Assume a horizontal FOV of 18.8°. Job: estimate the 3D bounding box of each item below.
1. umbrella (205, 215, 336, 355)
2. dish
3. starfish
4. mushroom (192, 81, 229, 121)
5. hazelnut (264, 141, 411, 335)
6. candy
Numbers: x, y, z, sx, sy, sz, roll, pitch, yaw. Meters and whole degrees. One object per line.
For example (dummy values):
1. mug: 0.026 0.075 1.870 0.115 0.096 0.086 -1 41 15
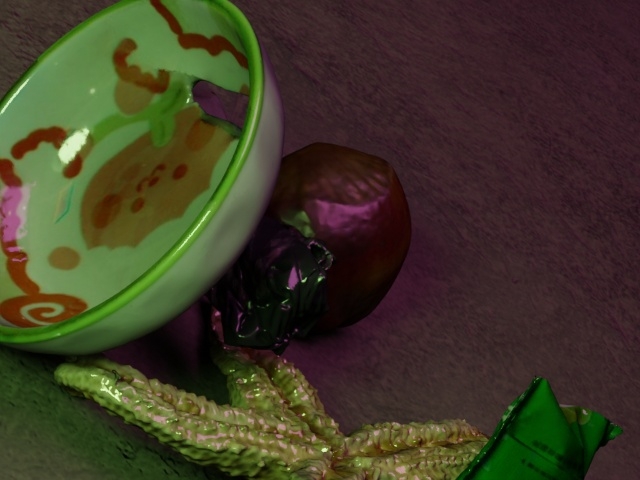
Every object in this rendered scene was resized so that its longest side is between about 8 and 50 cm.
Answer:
1. umbrella: -0.093 -0.022 1.663 0.122 0.110 0.272 -29 61 -25
2. dish: -0.143 -0.036 1.541 0.124 0.324 0.324 41 21 -41
3. starfish: -0.023 0.147 1.643 0.324 0.082 0.432 31 19 20
4. mushroom: -0.129 -0.058 1.805 0.118 0.103 0.270 3 43 -20
5. hazelnut: -0.004 -0.007 1.873 0.201 0.160 0.170 -29 67 -27
6. candy: 0.183 0.191 1.655 0.078 0.141 0.203 27 1 31
